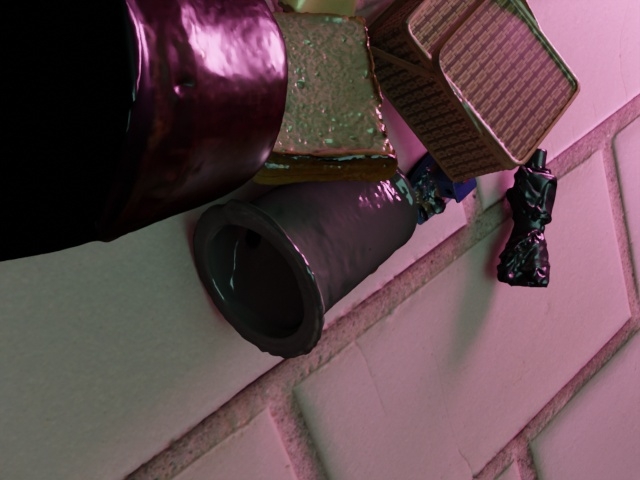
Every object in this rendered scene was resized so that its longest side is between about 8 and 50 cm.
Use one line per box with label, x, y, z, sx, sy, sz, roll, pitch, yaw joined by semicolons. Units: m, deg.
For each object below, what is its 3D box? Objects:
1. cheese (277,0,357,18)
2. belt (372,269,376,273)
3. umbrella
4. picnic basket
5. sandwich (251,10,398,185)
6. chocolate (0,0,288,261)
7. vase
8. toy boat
cheese;0.025;-0.406;1.338;0.127;0.050;0.256;19;101;-40
belt;0.062;0.022;1.502;0.059;0.036;0.083;-49;126;-16
umbrella;0.405;-0.044;1.755;0.122;0.110;0.273;7;89;-42
picnic basket;0.239;-0.281;1.457;0.313;0.175;0.228;49;64;-14
sandwich;-0.022;-0.196;1.248;0.226;0.087;0.251;-2;63;-21
chocolate;-0.210;-0.169;1.037;0.331;0.383;0.384;-1;98;-51
vase;0.000;0.000;1.320;0.291;0.245;0.245;-33;118;-39
toy boat;0.228;-0.117;1.583;0.223;0.097;0.100;-44;129;-27
